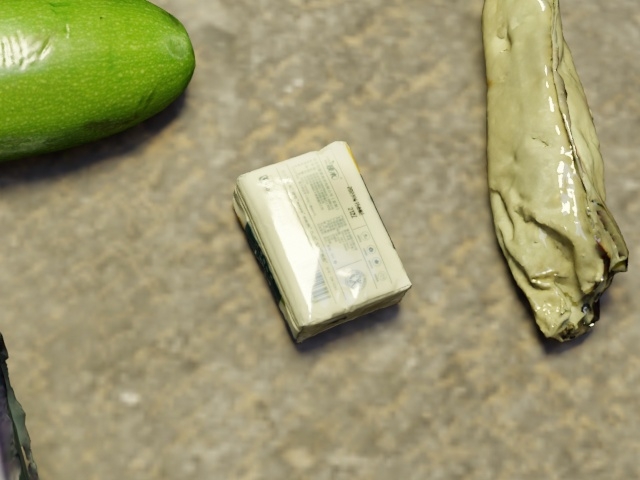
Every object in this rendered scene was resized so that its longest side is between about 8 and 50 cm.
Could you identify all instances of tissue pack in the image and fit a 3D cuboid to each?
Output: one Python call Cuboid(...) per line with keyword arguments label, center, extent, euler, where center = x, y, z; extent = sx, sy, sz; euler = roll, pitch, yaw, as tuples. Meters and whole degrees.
Cuboid(label="tissue pack", center=(0.000, 0.000, 0.758), extent=(0.062, 0.042, 0.083), euler=(-21, 75, -14))

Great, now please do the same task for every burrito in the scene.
Cuboid(label="burrito", center=(0.115, -0.063, 0.790), extent=(0.058, 0.063, 0.229), euler=(13, 64, -34))

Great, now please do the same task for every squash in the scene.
Cuboid(label="squash", center=(-0.201, -0.070, 0.731), extent=(0.292, 0.082, 0.082), euler=(-10, 72, -12))

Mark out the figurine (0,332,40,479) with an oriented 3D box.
Cuboid(label="figurine", center=(-0.292, 0.142, 0.560), extent=(0.388, 0.276, 0.248), euler=(-11, 116, -8))
